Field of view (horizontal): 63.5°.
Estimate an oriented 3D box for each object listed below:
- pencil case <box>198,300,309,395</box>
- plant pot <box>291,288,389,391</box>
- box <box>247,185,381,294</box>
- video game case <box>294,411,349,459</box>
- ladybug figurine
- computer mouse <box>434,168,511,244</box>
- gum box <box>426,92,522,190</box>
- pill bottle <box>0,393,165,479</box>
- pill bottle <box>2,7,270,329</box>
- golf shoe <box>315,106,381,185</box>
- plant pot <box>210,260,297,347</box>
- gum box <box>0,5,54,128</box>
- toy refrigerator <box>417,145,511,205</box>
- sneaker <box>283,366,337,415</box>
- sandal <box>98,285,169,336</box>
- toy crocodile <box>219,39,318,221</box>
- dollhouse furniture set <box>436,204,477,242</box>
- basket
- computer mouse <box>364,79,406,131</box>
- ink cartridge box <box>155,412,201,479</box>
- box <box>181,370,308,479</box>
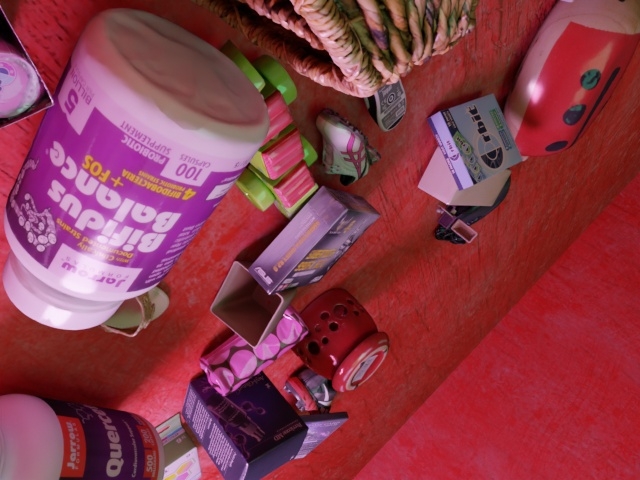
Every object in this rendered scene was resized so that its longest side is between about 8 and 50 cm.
[{"bbox_3d":[-0.129,0.197,0.983,0.209,0.095,0.098,-38,142,-14],"label":"pencil case"},{"bbox_3d":[0.050,0.233,1.182,0.191,0.174,0.191,-35,150,-25],"label":"plant pot"},{"bbox_3d":[0.000,0.000,0.881,0.183,0.056,0.231,-47,167,13],"label":"box"},{"bbox_3d":[-0.071,0.537,1.396,0.196,0.026,0.274,7,136,-32],"label":"video game case"},{"bbox_3d":[0.565,-0.366,1.168,0.305,0.162,0.449,-25,143,-36],"label":"ladybug figurine"},{"bbox_3d":[0.436,-0.092,1.409,0.188,0.072,0.272,13,115,-56],"label":"computer mouse"},{"bbox_3d":[0.316,-0.203,1.046,0.184,0.156,0.041,-25,-179,-34],"label":"gum box"},{"bbox_3d":[-0.371,0.312,0.705,0.181,0.181,0.323,-46,151,-5],"label":"pill bottle"},{"bbox_3d":[-0.195,-0.047,0.503,0.169,0.169,0.301,-3,141,-52],"label":"pill bottle"},{"bbox_3d":[0.036,-0.142,0.827,0.086,0.067,0.186,-49,151,4],"label":"golf shoe"},{"bbox_3d":[-0.104,0.100,0.897,0.109,0.109,0.096,-60,162,20],"label":"plant pot"},{"bbox_3d":[-0.267,-0.179,0.344,0.062,0.107,0.188,-35,148,-22],"label":"gum box"},{"bbox_3d":[0.337,-0.146,1.198,0.270,0.094,0.102,-5,125,-53],"label":"toy refrigerator"},{"bbox_3d":[-0.002,0.406,1.385,0.135,0.097,0.276,-39,148,-12],"label":"sneaker"},{"bbox_3d":[-0.272,0.096,0.686,0.088,0.079,0.240,-48,150,-1],"label":"sandal"},{"bbox_3d":[-0.064,-0.121,0.681,0.115,0.105,0.340,-42,150,-11],"label":"toy crocodile"},{"bbox_3d":[0.347,-0.059,1.291,0.091,0.114,0.081,-52,146,10],"label":"dollhouse furniture set"},{"bbox_3d":[-0.056,-0.221,0.382,0.223,0.299,0.213,-37,150,-24],"label":"basket"},{"bbox_3d":[0.087,-0.249,0.800,0.106,0.042,0.193,-45,145,-16],"label":"computer mouse"},{"bbox_3d":[-0.314,0.458,1.071,0.109,0.062,0.209,-28,144,-31],"label":"ink cartridge box"},{"bbox_3d":[-0.151,0.355,1.018,0.153,0.207,0.108,-16,137,-44],"label":"box"}]
